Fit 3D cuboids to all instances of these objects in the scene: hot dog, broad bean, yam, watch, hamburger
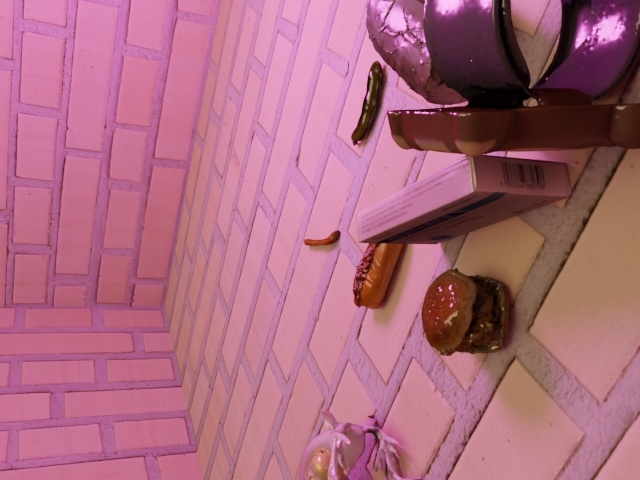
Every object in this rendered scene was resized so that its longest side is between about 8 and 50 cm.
[{"bbox_3d":[0.128,0.063,1.373,0.102,0.076,0.249,53,133,49],"label":"hot dog"},{"bbox_3d":[0.118,-0.340,1.486,0.069,0.039,0.226,-113,36,-53],"label":"broad bean"},{"bbox_3d":[0.221,-0.380,1.118,0.271,0.203,0.201,-124,29,-50],"label":"yam"},{"bbox_3d":[0.280,-0.289,0.811,0.314,0.336,0.326,-154,61,-63],"label":"watch"},{"bbox_3d":[0.246,0.129,1.060,0.185,0.132,0.159,161,114,-66],"label":"hamburger"}]

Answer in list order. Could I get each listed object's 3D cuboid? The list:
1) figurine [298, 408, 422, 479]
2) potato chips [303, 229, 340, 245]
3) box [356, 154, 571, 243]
[{"bbox_3d":[0.074,0.528,1.327,0.284,0.207,0.315,-114,30,-53],"label":"figurine"},{"bbox_3d":[0.000,0.000,1.702,0.204,0.026,0.037,165,109,-64],"label":"potato chips"},{"bbox_3d":[0.232,-0.061,1.034,0.343,0.200,0.065,-27,66,61],"label":"box"}]
